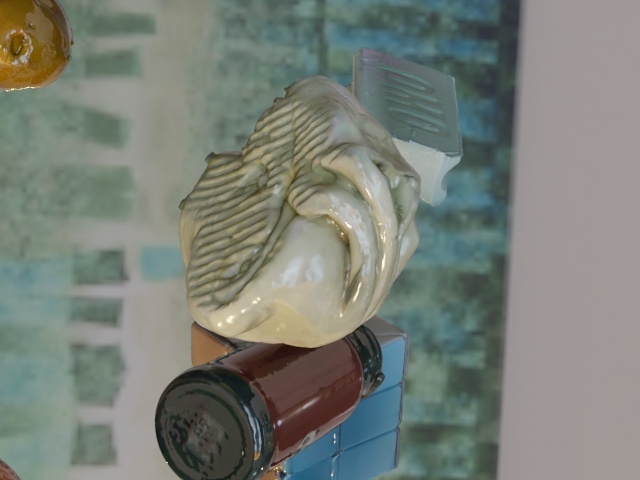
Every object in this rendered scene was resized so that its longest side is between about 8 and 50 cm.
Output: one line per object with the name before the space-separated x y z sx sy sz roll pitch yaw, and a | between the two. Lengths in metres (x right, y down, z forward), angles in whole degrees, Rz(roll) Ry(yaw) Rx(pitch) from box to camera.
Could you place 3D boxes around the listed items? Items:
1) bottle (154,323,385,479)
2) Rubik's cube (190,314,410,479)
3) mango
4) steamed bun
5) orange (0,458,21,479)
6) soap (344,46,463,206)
bottle | -0.042 0.177 1.959 0.144 0.144 0.336 6 -166 29
Rubik's cube | -0.032 0.219 2.394 0.231 0.225 0.221 -19 -147 -36
mango | -0.363 -0.238 2.020 0.156 0.151 0.248 25 -178 2
steamed bun | 0.000 0.000 1.753 0.207 0.268 0.280 32 -163 -30
orange | -0.511 0.392 1.911 0.326 0.424 0.424 35 167 -31
soap | 0.101 -0.150 2.202 0.150 0.094 0.261 13 -152 -6
